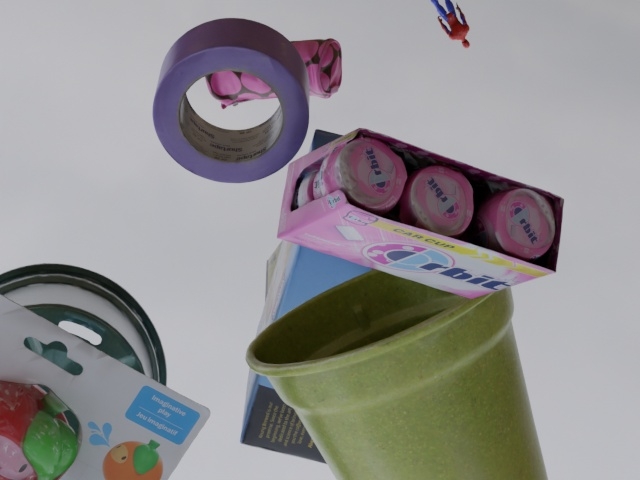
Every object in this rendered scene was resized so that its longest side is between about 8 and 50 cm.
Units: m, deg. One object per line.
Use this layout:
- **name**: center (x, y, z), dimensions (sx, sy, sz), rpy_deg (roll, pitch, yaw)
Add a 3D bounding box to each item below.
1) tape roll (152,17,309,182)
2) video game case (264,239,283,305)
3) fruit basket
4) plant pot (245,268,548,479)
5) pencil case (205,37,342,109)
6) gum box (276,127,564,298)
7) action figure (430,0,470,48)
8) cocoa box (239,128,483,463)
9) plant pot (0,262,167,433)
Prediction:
- **tape roll**: center (-0.107, -0.169, 1.647), dimensions (0.189, 0.189, 0.080), rpy_deg (17, -148, -12)
- **video game case**: center (0.000, 0.000, 1.959), dimensions (0.035, 0.248, 0.275), rpy_deg (32, -161, -14)
- **fruit basket**: center (-0.328, 0.228, 1.254), dimensions (0.327, 0.353, 0.165), rpy_deg (31, -163, -14)
- **plant pot**: center (0.101, 0.172, 1.318), dimensions (0.276, 0.254, 0.276), rpy_deg (-22, -170, 4)
- **pencil case**: center (-0.069, -0.256, 2.076), dimensions (0.209, 0.098, 0.095), rpy_deg (-1, -171, 25)
- **gum box**: center (0.068, -0.018, 0.988), dimensions (0.188, 0.062, 0.107), rpy_deg (17, 160, -24)
- **action figure**: center (0.187, -0.330, 1.969), dimensions (0.115, 0.038, 0.030), rpy_deg (62, -175, 8)
- **cocoa box**: center (0.051, 0.081, 1.667), dimensions (0.228, 0.347, 0.231), rpy_deg (14, -148, -5)
- **plant pot**: center (-0.367, 0.204, 1.823), dimensions (0.341, 0.341, 0.334), rpy_deg (18, 177, -10)
